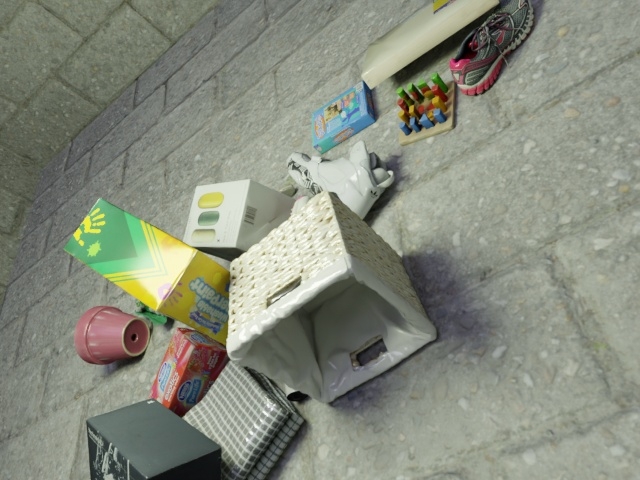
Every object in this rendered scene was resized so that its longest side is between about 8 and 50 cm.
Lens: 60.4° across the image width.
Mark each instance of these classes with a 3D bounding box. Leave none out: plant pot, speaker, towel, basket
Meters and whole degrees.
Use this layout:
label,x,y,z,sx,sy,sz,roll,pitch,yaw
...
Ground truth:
label,x,y,z,sx,sy,sz,roll,pitch,yaw
plant pot,-0.687,0.321,1.855,0.180,0.201,0.201,-2,60,25
speaker,-0.065,0.322,1.345,0.055,0.055,0.136,-34,44,23
towel,-0.202,0.440,1.342,0.283,0.121,0.235,28,83,50
basket,0.009,0.129,1.198,0.328,0.331,0.266,-36,41,19

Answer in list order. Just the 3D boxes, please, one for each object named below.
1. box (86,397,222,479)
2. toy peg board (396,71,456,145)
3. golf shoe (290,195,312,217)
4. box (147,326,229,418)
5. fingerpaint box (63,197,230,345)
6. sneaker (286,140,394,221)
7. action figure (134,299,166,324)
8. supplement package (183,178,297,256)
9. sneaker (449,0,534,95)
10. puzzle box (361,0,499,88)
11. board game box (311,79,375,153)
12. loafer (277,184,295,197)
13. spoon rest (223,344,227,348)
label,x,y,z,sx,sy,sz,roll,pitch,yaw
box,-0.386,0.584,1.269,0.343,0.179,0.312,8,102,47
toy peg board,0.272,-0.360,1.480,0.161,0.079,0.161,-14,54,38
golf shoe,0.000,0.000,1.481,0.140,0.115,0.306,-21,56,20
box,-0.366,0.383,1.500,0.128,0.122,0.257,30,99,50
fingerpaint box,-0.345,0.108,1.396,0.371,0.445,0.163,24,77,33
sneaker,0.055,-0.189,1.531,0.210,0.137,0.366,-46,46,8
action figure,-0.572,0.225,1.875,0.232,0.063,0.137,-1,27,46
supplement package,-0.240,-0.049,1.639,0.262,0.198,0.199,0,74,44
sneaker,0.440,-0.520,1.405,0.121,0.112,0.299,21,78,50
puzzle box,0.306,-0.615,1.584,0.409,0.052,0.272,-28,27,28
board game box,0.067,-0.385,1.719,0.210,0.047,0.160,-26,48,29
loafer,-0.132,-0.137,1.743,0.125,0.045,0.039,-41,35,19
spoon rest,-0.312,0.224,1.648,0.137,0.084,0.276,-38,56,20
